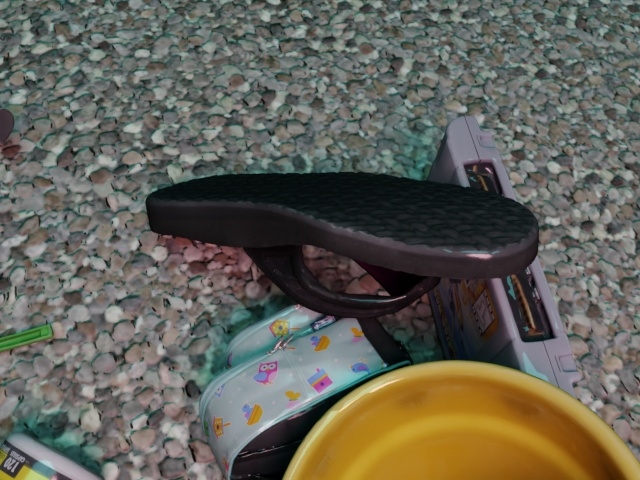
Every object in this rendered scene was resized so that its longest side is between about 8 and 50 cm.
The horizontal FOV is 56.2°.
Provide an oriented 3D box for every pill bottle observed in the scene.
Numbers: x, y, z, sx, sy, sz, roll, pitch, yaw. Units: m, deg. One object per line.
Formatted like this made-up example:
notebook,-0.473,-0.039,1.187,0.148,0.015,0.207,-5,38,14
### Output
pill bottle,-0.277,0.269,0.511,0.103,0.103,0.184,26,63,7

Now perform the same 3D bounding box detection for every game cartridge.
game cartridge,0.162,0.049,0.616,0.062,0.198,0.297,-5,61,-10

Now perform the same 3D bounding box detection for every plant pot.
plant pot,0.116,0.260,0.459,0.254,0.239,0.254,-12,45,12

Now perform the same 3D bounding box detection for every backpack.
backpack,-0.021,0.152,0.567,0.188,0.166,0.144,-29,55,-21

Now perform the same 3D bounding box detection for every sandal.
sandal,0.001,-0.001,0.581,0.446,0.107,0.167,9,24,44

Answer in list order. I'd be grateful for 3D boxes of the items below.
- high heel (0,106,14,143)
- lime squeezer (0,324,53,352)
high heel,-0.494,-0.073,0.680,0.186,0.093,0.261,19,65,16
lime squeezer,-0.435,0.113,0.580,0.310,0.110,0.059,3,40,-39
